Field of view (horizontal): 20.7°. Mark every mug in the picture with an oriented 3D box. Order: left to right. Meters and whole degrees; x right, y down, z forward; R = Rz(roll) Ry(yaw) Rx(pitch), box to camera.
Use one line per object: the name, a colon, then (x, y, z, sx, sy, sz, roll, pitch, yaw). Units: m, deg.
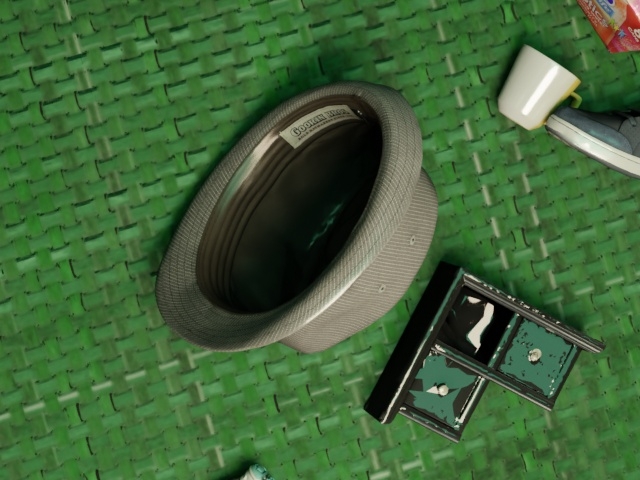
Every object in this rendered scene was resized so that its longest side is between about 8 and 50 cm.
mug: (0.199, -0.131, 1.590, 0.078, 0.062, 0.064, 33, 95, -4)

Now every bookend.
bookend: (0.147, 0.124, 1.588, 0.156, 0.072, 0.157, 29, 88, -11)

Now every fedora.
fedora: (0.000, 0.000, 1.503, 0.124, 0.243, 0.275, 40, 75, -39)

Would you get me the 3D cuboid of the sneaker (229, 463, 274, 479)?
sneaker: (-0.058, 0.287, 1.574, 0.076, 0.065, 0.166, -19, 94, 7)

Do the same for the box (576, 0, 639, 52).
box: (0.346, -0.291, 1.574, 0.257, 0.122, 0.128, -35, 100, -7)

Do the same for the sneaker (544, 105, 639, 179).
sneaker: (0.324, -0.128, 1.591, 0.226, 0.086, 0.163, 17, 101, -21)
